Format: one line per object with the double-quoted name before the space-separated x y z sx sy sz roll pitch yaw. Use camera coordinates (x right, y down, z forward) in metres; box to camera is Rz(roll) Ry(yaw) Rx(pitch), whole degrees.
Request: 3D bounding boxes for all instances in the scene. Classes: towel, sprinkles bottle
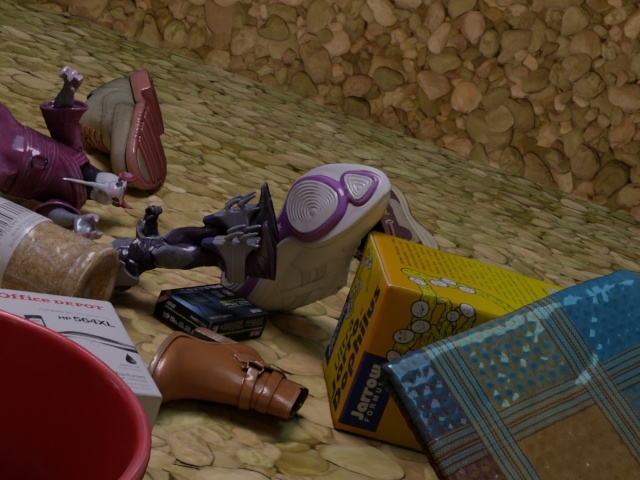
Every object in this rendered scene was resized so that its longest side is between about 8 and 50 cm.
"towel" 0.273 0.188 1.232 0.370 0.040 0.271 -18 66 -28
"sprinkles bottle" -0.415 -0.005 1.345 0.355 0.121 0.121 23 17 12

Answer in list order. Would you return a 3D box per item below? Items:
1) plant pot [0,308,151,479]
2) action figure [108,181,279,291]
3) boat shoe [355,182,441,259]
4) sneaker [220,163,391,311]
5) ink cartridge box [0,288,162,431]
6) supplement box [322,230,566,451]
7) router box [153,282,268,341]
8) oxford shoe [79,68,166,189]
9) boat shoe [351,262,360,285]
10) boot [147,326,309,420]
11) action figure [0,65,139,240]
"plant pot" -0.258 0.190 0.677 0.275 0.243 0.275 17 16 -5
"action figure" -0.196 0.010 1.459 0.285 0.099 0.185 -10 27 5
"boat shoe" 0.084 -0.026 1.995 0.123 0.123 0.342 12 24 -28
"sneaker" 0.000 0.000 1.541 0.152 0.305 0.114 16 49 -39
"ink cartridge box" -0.262 0.131 1.142 0.148 0.086 0.203 10 20 -30
"supplement box" 0.204 0.151 1.418 0.356 0.194 0.195 16 17 -9
"router box" -0.140 0.095 1.482 0.092 0.038 0.122 29 19 29
"oxford shoe" -0.357 -0.182 2.044 0.146 0.140 0.397 -13 25 -1
"boat shoe" 0.186 0.118 1.698 0.302 0.091 0.114 16 -27 -7
"boot" -0.102 0.159 1.265 0.152 0.073 0.197 28 20 13
"action figure" -0.435 -0.100 1.644 0.370 0.248 0.275 23 -31 -35
